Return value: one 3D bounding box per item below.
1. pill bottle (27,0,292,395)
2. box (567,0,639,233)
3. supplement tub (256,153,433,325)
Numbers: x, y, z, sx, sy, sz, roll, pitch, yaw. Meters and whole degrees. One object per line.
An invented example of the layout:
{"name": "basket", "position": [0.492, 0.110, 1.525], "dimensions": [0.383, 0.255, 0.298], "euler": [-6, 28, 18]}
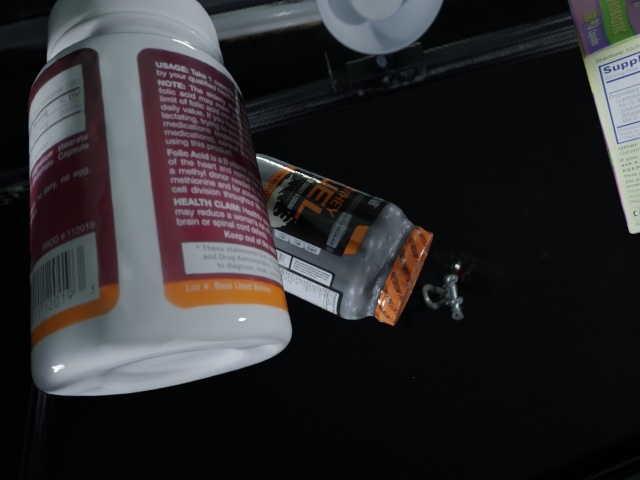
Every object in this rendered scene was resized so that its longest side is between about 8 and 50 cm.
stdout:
{"name": "pill bottle", "position": [-0.174, -0.060, 0.489], "dimensions": [0.224, 0.224, 0.391], "euler": [-16, -111, 6]}
{"name": "box", "position": [0.363, -0.171, 0.508], "dimensions": [0.118, 0.243, 0.213], "euler": [-14, -139, 32]}
{"name": "supplement tub", "position": [0.000, 0.000, 0.736], "dimensions": [0.316, 0.193, 0.193], "euler": [23, -101, 15]}
